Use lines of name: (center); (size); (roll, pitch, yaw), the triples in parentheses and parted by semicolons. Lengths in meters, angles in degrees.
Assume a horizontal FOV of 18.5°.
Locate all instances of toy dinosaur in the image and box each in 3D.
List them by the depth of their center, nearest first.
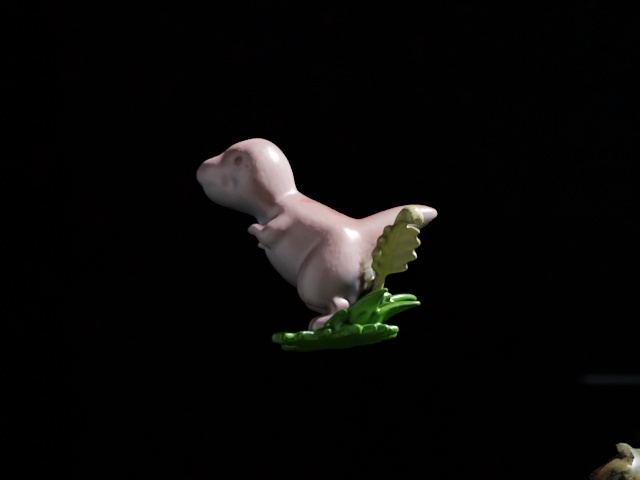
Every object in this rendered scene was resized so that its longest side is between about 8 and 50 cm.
toy dinosaur: (0.003, 0.001, 1.632); (0.194, 0.152, 0.177); (-6, -97, 13)

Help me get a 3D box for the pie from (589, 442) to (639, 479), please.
pie: (0.278, 0.350, 1.260); (0.180, 0.418, 0.395); (-60, -179, -42)
